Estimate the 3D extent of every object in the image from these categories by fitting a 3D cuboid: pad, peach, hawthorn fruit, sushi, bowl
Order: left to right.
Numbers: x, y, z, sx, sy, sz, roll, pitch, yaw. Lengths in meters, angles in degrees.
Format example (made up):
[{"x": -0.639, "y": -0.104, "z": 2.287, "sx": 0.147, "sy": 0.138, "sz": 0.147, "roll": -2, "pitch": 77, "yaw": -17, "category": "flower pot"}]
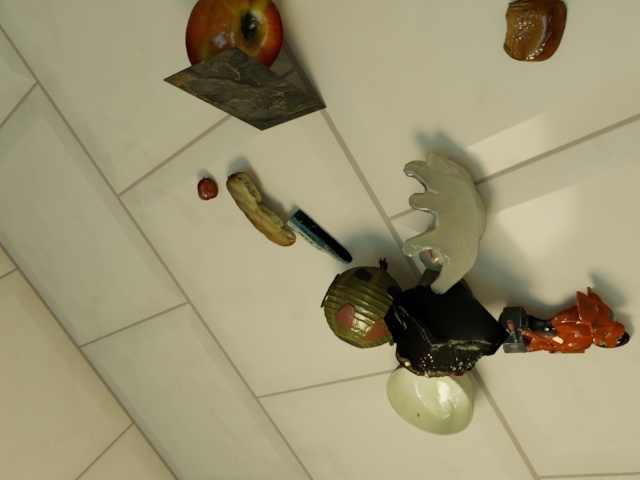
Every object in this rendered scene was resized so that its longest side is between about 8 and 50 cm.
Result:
[{"x": -0.380, "y": -0.171, "z": 1.817, "sx": 0.077, "sy": 0.077, "sz": 0.077, "roll": 15, "pitch": 124, "yaw": 23, "category": "hawthorn fruit"}, {"x": -0.228, "y": -0.530, "z": 1.408, "sx": 0.281, "sy": 0.237, "sz": 0.281, "roll": -19, "pitch": 67, "yaw": 58, "category": "peach"}, {"x": -0.188, "y": -0.384, "z": 1.431, "sx": 0.247, "sy": 0.367, "sz": 0.007, "roll": -11, "pitch": 72, "yaw": 34, "category": "pad"}, {"x": 0.358, "y": 0.461, "z": 1.705, "sx": 0.276, "sy": 0.145, "sz": 0.277, "roll": 15, "pitch": 123, "yaw": 24, "category": "bowl"}, {"x": 0.310, "y": 0.254, "z": 1.421, "sx": 0.215, "sy": 0.227, "sz": 0.213, "roll": 50, "pitch": 135, "yaw": 34, "category": "sushi"}]

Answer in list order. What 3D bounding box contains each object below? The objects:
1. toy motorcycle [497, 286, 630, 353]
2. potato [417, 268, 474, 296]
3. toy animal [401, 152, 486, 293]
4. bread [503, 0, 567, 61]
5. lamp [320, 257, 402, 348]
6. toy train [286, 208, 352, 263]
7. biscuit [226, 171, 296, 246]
[{"x": 0.620, "y": 0.225, "z": 1.417, "sx": 0.325, "sy": 0.148, "sz": 0.221, "roll": -7, "pitch": 136, "yaw": 27, "category": "toy motorcycle"}, {"x": 0.326, "y": 0.190, "z": 1.589, "sx": 0.269, "sy": 0.112, "sz": 0.256, "roll": 5, "pitch": 119, "yaw": 26, "category": "potato"}, {"x": 0.314, "y": -0.064, "z": 1.433, "sx": 0.266, "sy": 0.188, "sz": 0.308, "roll": -45, "pitch": 82, "yaw": 18, "category": "toy animal"}, {"x": 0.456, "y": -0.451, "z": 1.169, "sx": 0.126, "sy": 0.044, "sz": 0.129, "roll": 14, "pitch": 127, "yaw": 25, "category": "bread"}, {"x": 0.143, "y": 0.174, "z": 1.587, "sx": 0.250, "sy": 0.285, "sz": 0.250, "roll": 25, "pitch": 161, "yaw": 9, "category": "lamp"}, {"x": 0.000, "y": 0.000, "z": 1.704, "sx": 0.233, "sy": 0.052, "sz": 0.051, "roll": 41, "pitch": 133, "yaw": 3, "category": "toy train"}, {"x": -0.197, "y": -0.093, "z": 1.747, "sx": 0.299, "sy": 0.045, "sz": 0.154, "roll": 52, "pitch": 150, "yaw": -3, "category": "biscuit"}]
